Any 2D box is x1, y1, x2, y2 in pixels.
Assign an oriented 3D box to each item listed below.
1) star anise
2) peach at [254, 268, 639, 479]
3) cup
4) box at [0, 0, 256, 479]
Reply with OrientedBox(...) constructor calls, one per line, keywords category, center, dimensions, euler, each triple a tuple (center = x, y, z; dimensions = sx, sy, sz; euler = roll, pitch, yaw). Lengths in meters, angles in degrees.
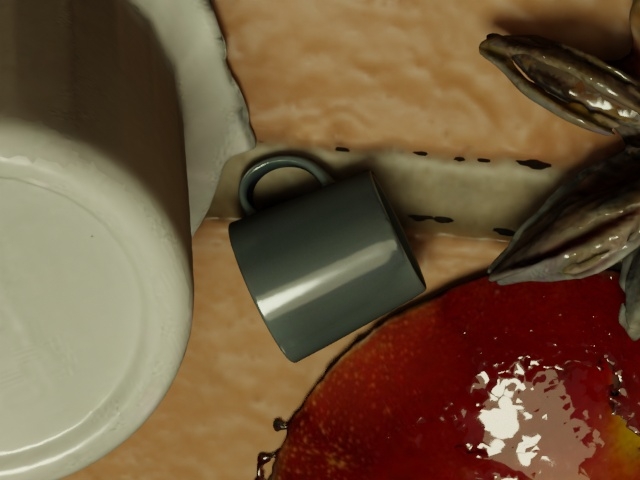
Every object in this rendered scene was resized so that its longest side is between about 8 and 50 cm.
OrientedBox(category="star anise", center=(0.179, -0.041, 0.959), dimensions=(0.229, 0.093, 0.236), euler=(-27, 107, 4))
OrientedBox(category="peach", center=(0.096, 0.112, 1.037), dimensions=(0.279, 0.068, 0.189), euler=(-17, 109, 8))
OrientedBox(category="cup", center=(0.000, 0.000, 0.995), dimensions=(0.077, 0.078, 0.100), euler=(-26, 79, 6))
OrientedBox(category="box", center=(-0.172, 0.005, 0.902), dimensions=(0.262, 0.206, 0.291), euler=(27, 110, -21))
